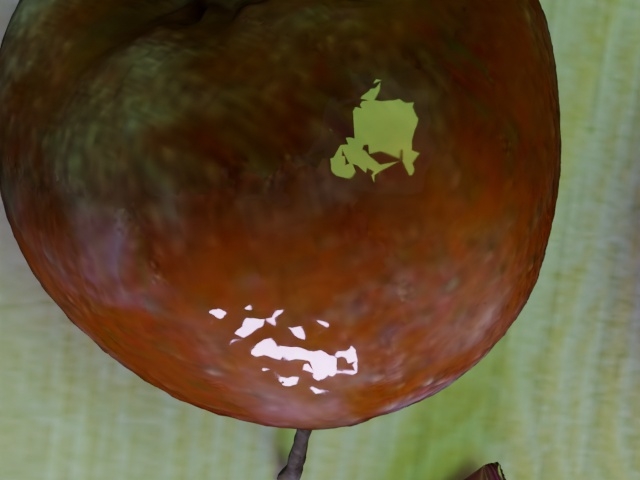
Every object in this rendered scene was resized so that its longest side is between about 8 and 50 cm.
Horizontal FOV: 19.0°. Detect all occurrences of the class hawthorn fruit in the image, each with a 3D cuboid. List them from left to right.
[{"bbox_3d":[0.000,-0.035,0.795,0.263,0.235,0.231,34,77,-28],"label":"hawthorn fruit"}]

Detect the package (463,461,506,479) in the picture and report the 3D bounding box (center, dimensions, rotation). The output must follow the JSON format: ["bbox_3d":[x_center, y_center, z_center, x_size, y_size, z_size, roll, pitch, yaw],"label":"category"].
[{"bbox_3d":[0.063,0.155,0.965,0.083,0.029,0.059,-26,103,-15],"label":"package"}]
